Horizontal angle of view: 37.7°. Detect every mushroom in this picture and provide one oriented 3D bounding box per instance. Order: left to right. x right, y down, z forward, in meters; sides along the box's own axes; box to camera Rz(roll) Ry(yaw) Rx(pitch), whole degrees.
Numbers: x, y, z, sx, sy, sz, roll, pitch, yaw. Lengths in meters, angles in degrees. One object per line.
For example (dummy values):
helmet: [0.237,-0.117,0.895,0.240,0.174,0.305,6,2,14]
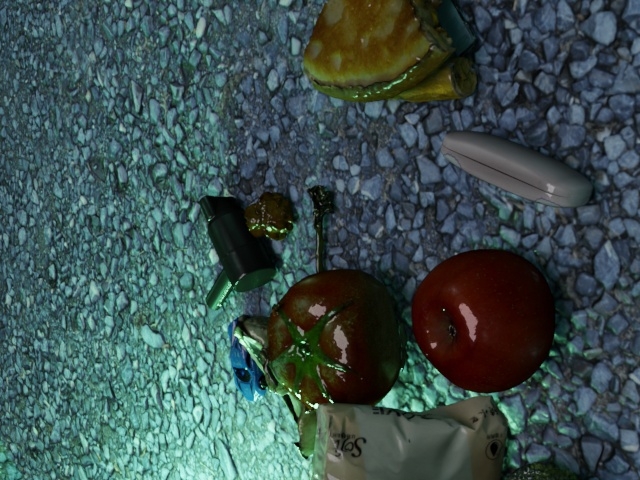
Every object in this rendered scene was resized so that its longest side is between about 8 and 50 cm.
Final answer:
mushroom: [-0.065,0.310,2.099,0.344,0.130,0.247,56,174,32]

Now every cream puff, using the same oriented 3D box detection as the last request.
cream puff: [-0.122,-0.056,2.184,0.122,0.094,0.116,7,99,50]

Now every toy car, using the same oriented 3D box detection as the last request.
toy car: [-0.184,0.294,2.324,0.103,0.063,0.216,0,95,46]

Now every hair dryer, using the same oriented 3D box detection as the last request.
hair dryer: [-0.245,0.047,2.336,0.302,0.116,0.244,-52,56,46]

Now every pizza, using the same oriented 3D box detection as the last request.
pizza: [0.131,-0.474,1.834,0.440,0.130,0.406,4,86,56]

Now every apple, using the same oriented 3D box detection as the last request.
apple: [0.290,0.146,1.686,0.260,0.216,0.260,14,109,47]

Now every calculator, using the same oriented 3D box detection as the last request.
calculator: [0.246,-0.432,1.789,0.057,0.018,0.172,-42,65,40]

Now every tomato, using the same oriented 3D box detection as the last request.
tomato: [0.042,0.210,1.936,0.303,0.239,0.303,6,99,41]

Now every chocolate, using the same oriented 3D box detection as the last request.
chocolate: [0.198,-0.302,1.819,0.219,0.086,0.085,-2,94,49]

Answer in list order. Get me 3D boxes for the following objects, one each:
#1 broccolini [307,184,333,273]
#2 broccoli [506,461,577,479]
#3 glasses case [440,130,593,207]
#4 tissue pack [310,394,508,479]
broccolini: [0.008,-0.001,2.108,0.058,0.071,0.254,-4,102,6]
broccoli: [0.389,0.506,1.669,0.176,0.198,0.226,-14,118,15]
glasses case: [0.342,-0.129,1.661,0.297,0.113,0.075,32,120,40]
tissue pack: [0.160,0.482,1.818,0.195,0.376,0.390,-103,15,-75]
